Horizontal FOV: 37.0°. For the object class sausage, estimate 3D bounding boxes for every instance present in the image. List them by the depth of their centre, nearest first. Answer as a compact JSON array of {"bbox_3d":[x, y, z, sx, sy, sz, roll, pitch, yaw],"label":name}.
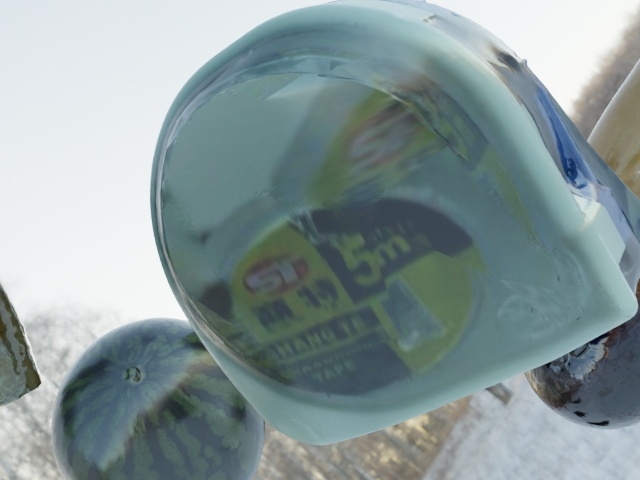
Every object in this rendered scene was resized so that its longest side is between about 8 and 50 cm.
[{"bbox_3d":[0.418,-0.149,1.194,0.116,0.134,0.353,26,-78,-32],"label":"sausage"}]

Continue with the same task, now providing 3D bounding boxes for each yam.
[{"bbox_3d":[-0.328,0.020,0.873,0.061,0.274,0.061,-19,9,3],"label":"yam"}]

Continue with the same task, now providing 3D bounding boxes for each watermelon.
[{"bbox_3d":[-0.155,0.176,0.923,0.212,0.212,0.212,-49,-14,-17],"label":"watermelon"}]

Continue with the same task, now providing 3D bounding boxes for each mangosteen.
[{"bbox_3d":[0.313,0.100,1.021,0.231,0.194,0.194,0,-52,-50],"label":"mangosteen"}]

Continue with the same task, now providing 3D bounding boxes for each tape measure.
[{"bbox_3d":[0.032,-0.016,0.585,0.259,0.262,0.138,-29,11,27],"label":"tape measure"}]
